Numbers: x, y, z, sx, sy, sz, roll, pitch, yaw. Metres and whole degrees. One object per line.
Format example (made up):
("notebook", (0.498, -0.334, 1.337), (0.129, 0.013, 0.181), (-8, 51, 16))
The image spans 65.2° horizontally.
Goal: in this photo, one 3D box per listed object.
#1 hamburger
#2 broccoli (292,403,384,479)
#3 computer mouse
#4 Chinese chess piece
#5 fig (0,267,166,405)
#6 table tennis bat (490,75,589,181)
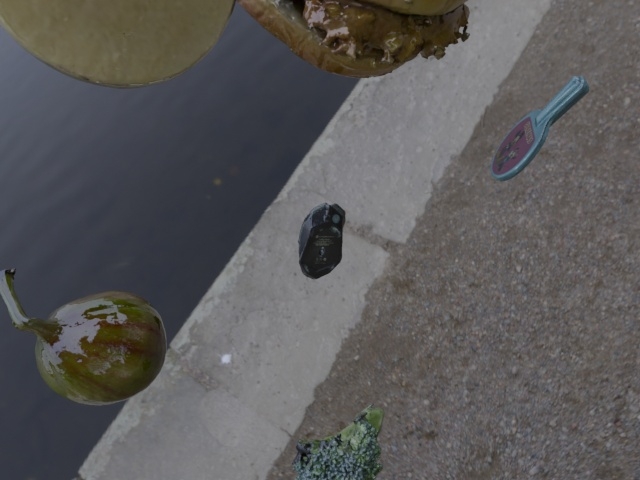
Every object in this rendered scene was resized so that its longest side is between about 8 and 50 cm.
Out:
("hamburger", (0.091, -0.401, 0.767), (0.445, 0.268, 0.287), (-10, 77, -25))
("broccoli", (0.047, 0.283, 0.694), (0.118, 0.204, 0.122), (-15, 92, 26))
("computer mouse", (0.000, 0.000, 1.159), (0.105, 0.192, 0.062), (3, 21, -22))
("Chinese chess piece", (-0.205, -0.279, 0.492), (0.251, 0.251, 0.097), (-35, 40, -4))
("fig", (-0.273, 0.119, 0.603), (0.142, 0.186, 0.148), (-9, 68, 11))
("table tennis bat", (0.417, -0.214, 0.973), (0.040, 0.244, 0.153), (28, 44, -10))
